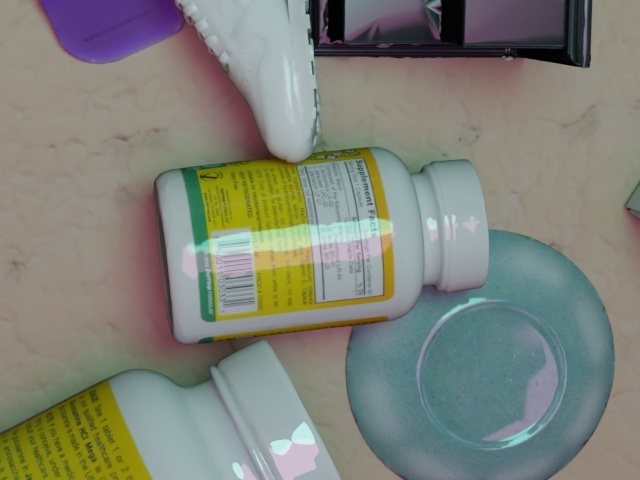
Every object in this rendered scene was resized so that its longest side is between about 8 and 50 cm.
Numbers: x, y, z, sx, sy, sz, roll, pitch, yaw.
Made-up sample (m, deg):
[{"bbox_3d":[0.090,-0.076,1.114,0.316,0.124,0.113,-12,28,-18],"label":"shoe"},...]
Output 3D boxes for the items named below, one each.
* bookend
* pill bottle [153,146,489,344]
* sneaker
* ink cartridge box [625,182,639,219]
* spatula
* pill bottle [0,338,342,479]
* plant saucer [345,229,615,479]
[{"bbox_3d":[0.079,-0.150,1.239,0.156,0.157,0.072,0,98,-10],"label":"bookend"},{"bbox_3d":[0.000,0.000,1.267,0.208,0.117,0.118,-7,99,-7],"label":"pill bottle"},{"bbox_3d":[-0.056,-0.159,1.243,0.094,0.090,0.235,-12,80,-6],"label":"sneaker"},{"bbox_3d":[0.370,-0.073,1.317,0.197,0.114,0.273,33,91,-13],"label":"ink cartridge box"},{"bbox_3d":[-0.184,-0.254,1.246,0.084,0.030,0.296,-26,101,-2],"label":"spatula"},{"bbox_3d":[-0.151,0.200,1.235,0.334,0.188,0.188,-27,101,-4],"label":"pill bottle"},{"bbox_3d":[0.116,0.090,1.339,0.195,0.037,0.195,-1,97,-9],"label":"plant saucer"}]
